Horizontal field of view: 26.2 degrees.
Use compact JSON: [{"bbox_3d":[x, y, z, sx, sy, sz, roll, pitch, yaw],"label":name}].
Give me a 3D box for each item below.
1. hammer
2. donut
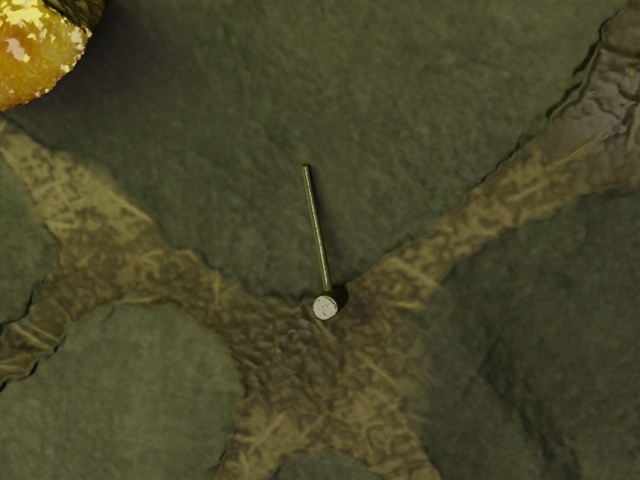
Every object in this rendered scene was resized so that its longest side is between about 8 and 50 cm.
[{"bbox_3d":[0.000,0.000,0.979,0.019,0.035,0.110,-6,101,15],"label":"hammer"},{"bbox_3d":[-0.280,-0.175,0.926,0.259,0.101,0.152,40,114,-6],"label":"donut"}]
